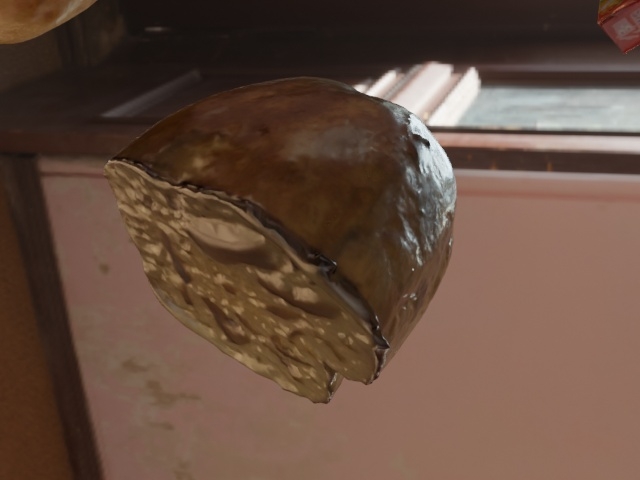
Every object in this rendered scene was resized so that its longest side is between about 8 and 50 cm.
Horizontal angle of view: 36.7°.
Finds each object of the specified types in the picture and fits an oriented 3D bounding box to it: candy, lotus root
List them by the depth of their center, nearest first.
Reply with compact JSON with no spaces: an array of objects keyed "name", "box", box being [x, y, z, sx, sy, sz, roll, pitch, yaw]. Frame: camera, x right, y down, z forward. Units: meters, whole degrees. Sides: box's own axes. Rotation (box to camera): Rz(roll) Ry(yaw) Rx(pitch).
[{"name":"candy","box":[0.274,-0.211,0.818,0.038,0.062,0.122,47,35,-17]},{"name":"lotus root","box":[0.000,0.000,0.884,0.250,0.316,0.316,-41,136,-32]}]

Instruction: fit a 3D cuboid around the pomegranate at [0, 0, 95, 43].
[{"name":"pomegranate","box":[-0.360,-0.372,1.012,0.342,0.342,0.343,3,90,-71]}]
